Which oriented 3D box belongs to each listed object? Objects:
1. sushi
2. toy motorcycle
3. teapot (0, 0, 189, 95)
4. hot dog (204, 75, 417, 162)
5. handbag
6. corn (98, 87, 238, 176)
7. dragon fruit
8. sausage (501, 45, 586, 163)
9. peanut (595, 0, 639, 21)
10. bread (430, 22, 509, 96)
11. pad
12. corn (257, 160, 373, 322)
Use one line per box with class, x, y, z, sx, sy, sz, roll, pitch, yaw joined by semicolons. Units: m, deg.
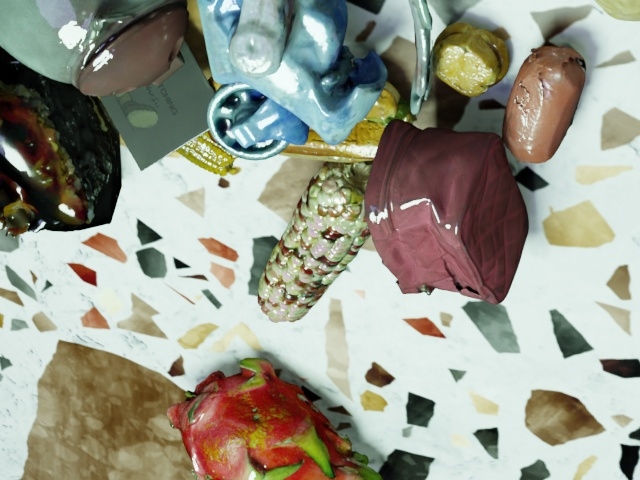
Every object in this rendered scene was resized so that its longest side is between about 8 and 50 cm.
sushi;-0.351;-0.113;2.063;0.215;0.212;0.227;2;125;2
toy motorcycle;-0.017;-0.216;1.817;0.241;0.182;0.319;16;129;33
teapot;-0.253;-0.281;1.842;0.233;0.315;0.312;-38;82;6
hot dog;-0.011;-0.140;1.981;0.250;0.076;0.104;2;110;21
handbag;0.133;-0.028;1.922;0.135;0.146;0.225;9;157;22
corn;-0.175;-0.147;2.059;0.207;0.068;0.068;35;135;-2
dragon fruit;-0.058;0.269;2.309;0.269;0.198;0.200;27;179;-34
sausage;0.228;-0.141;1.850;0.076;0.076;0.141;22;137;8
peanut;0.288;-0.301;1.645;0.110;0.120;0.236;47;158;42
bread;0.152;-0.187;1.869;0.083;0.046;0.081;6;136;21
pad;-0.197;-0.187;2.005;0.127;0.004;0.190;-30;89;23
corn;0.000;0.000;2.090;0.092;0.092;0.280;31;140;-1
